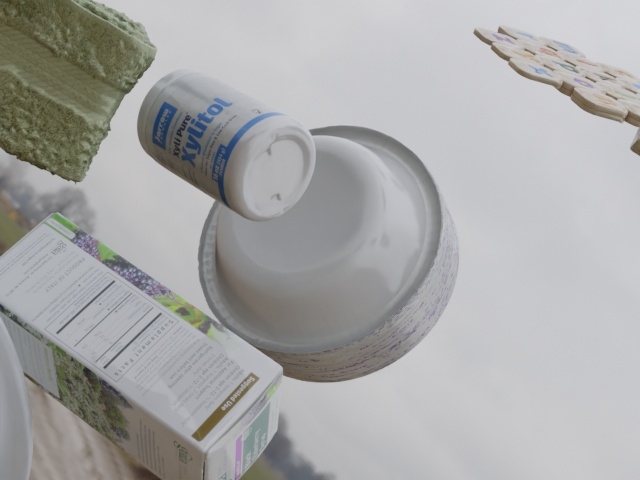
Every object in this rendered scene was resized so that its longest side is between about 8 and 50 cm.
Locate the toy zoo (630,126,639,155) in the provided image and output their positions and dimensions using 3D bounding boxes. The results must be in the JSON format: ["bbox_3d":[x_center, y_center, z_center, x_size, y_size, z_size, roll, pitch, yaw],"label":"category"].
[{"bbox_3d":[0.365,-0.101,0.762,0.192,0.030,0.293,32,-37,1],"label":"toy zoo"}]

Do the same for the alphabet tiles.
[{"bbox_3d":[0.352,-0.223,1.566,0.278,0.021,0.284,10,26,-25],"label":"alphabet tiles"}]

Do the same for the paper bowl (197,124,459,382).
[{"bbox_3d":[0.000,0.000,1.254,0.284,0.284,0.148,39,-9,34],"label":"paper bowl"}]

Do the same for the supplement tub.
[{"bbox_3d":[-0.061,-0.063,0.742,0.107,0.071,0.071,30,-17,38],"label":"supplement tub"}]

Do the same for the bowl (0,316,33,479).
[{"bbox_3d":[-0.368,0.127,0.841,0.298,0.298,0.134,44,30,11],"label":"bowl"}]

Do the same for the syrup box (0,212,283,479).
[{"bbox_3d":[-0.148,0.091,0.884,0.237,0.096,0.093,31,-35,18],"label":"syrup box"}]

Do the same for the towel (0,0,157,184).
[{"bbox_3d":[-0.182,-0.109,0.668,0.148,0.110,0.027,30,6,-7],"label":"towel"}]
